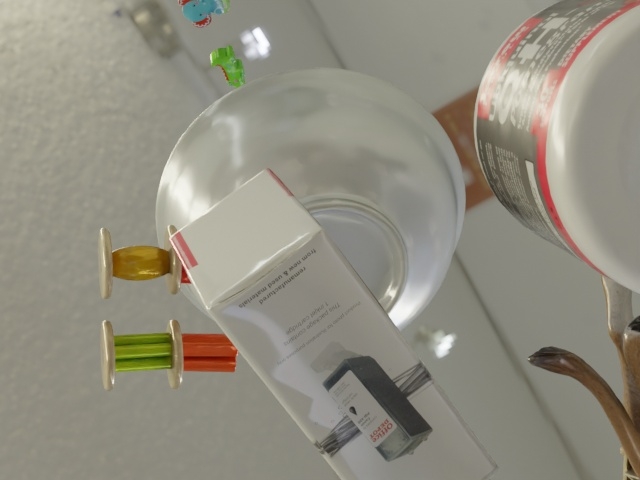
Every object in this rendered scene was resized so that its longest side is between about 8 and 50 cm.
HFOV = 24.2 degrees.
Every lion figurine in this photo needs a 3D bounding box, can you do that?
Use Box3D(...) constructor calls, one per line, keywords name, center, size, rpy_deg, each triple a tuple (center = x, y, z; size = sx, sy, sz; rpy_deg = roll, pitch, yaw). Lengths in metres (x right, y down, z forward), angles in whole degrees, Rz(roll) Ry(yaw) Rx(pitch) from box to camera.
Box3D(name="lion figurine", center=(0.326, 0.103, 1.152), size=(0.142, 0.392, 0.240), rpy_deg=(19, 128, 56))

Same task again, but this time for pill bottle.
Box3D(name="pill bottle", center=(0.196, -0.071, 0.953), size=(0.176, 0.176, 0.318), rpy_deg=(57, 180, -10))

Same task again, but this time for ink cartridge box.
Box3D(name="ink cartridge box", center=(0.007, 0.075, 0.996), size=(0.218, 0.092, 0.158), rpy_deg=(55, 178, -23))

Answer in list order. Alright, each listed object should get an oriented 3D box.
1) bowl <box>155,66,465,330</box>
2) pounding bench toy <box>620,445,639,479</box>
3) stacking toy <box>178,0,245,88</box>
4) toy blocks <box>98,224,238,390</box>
Box3D(name="bowl", center=(0.000, 0.000, 1.372), size=(0.298, 0.298, 0.134), rpy_deg=(51, -170, -26))
Box3D(name="pounding bench toy", center=(0.314, 0.203, 1.327), size=(0.052, 0.083, 0.065), rpy_deg=(-38, -48, -48))
Box3D(name="stacking toy", center=(-0.153, -0.288, 1.662), size=(0.221, 0.052, 0.167), rpy_deg=(55, -163, -43))
Box3D(name="toy blocks", center=(-0.088, 0.049, 1.110), size=(0.054, 0.148, 0.123), rpy_deg=(-151, 60, -75))
